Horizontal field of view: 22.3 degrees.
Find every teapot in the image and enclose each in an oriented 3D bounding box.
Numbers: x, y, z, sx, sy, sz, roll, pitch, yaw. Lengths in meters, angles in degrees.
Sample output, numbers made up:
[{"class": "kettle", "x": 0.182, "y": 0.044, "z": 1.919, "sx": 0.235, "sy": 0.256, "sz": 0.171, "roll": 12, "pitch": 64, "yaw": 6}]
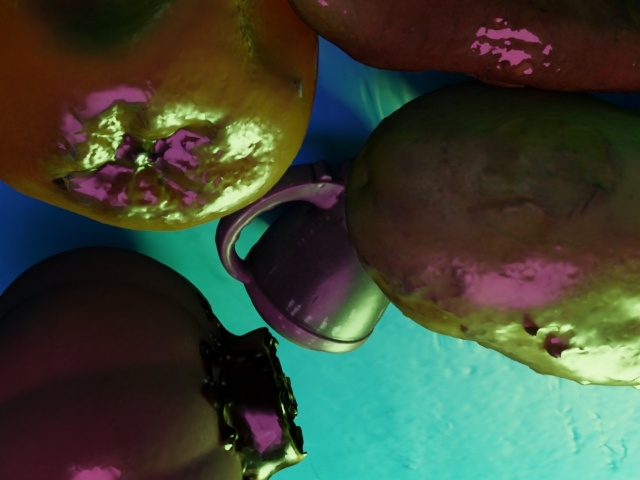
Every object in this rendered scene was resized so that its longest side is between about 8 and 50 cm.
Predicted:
[{"class": "teapot", "x": 0.004, "y": -0.003, "z": 1.252, "sx": 0.148, "sy": 0.116, "sz": 0.146, "roll": 35, "pitch": 119, "yaw": -2}]

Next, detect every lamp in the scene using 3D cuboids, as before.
[{"class": "lamp", "x": -0.136, "y": 0.147, "z": 1.271, "sx": 0.239, "sy": 0.305, "sz": 0.305, "roll": -14, "pitch": 138, "yaw": 4}]

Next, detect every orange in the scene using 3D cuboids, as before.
[{"class": "orange", "x": -0.122, "y": -0.098, "z": 1.068, "sx": 0.249, "sy": 0.183, "sz": 0.249, "roll": 0, "pitch": 137, "yaw": 0}]

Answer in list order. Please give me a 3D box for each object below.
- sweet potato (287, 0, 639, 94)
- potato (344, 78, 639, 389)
[{"class": "sweet potato", "x": 0.113, "y": -0.150, "z": 1.082, "sx": 0.354, "sy": 0.095, "sz": 0.106, "roll": 7, "pitch": 175, "yaw": -24}, {"class": "potato", "x": 0.146, "y": -0.013, "z": 1.152, "sx": 0.266, "sy": 0.229, "sz": 0.229, "roll": 10, "pitch": 138, "yaw": -8}]
